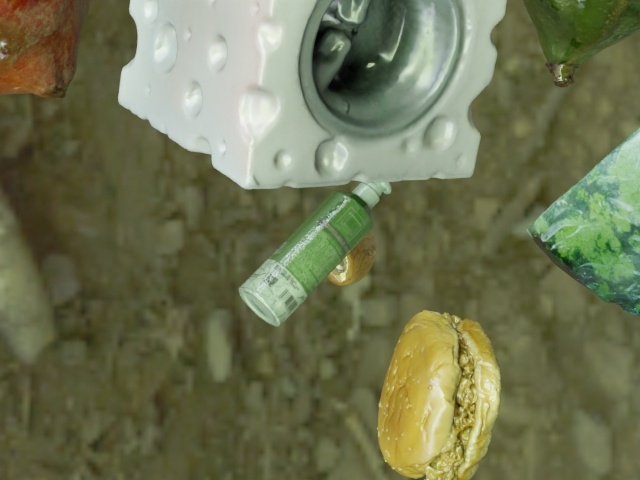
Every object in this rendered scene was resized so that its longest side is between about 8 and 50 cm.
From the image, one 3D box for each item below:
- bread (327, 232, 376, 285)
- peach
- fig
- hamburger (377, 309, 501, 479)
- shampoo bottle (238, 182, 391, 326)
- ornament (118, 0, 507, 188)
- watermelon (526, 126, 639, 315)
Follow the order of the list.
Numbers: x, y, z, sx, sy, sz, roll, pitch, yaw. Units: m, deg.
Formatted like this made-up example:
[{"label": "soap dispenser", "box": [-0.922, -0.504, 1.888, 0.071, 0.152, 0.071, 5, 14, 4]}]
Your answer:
[{"label": "bread", "box": [0.036, 0.018, 2.011, 0.062, 0.049, 0.103, 61, 22, 9]}, {"label": "peach", "box": [-0.327, -0.250, 1.709, 0.257, 0.232, 0.232, 50, 28, 2]}, {"label": "fig", "box": [0.278, -0.281, 1.821, 0.245, 0.195, 0.195, -63, 172, 32]}, {"label": "hamburger", "box": [0.100, 0.138, 1.483, 0.147, 0.083, 0.138, -103, -156, -61]}, {"label": "shampoo bottle", "box": [0.000, 0.000, 1.874, 0.204, 0.065, 0.065, -46, 138, -17]}, {"label": "ornament", "box": [-0.006, -0.198, 1.495, 0.239, 0.240, 0.240, -4, 113, -33]}, {"label": "watermelon", "box": [0.341, -0.039, 1.490, 0.180, 0.305, 0.224, -138, -150, -62]}]
